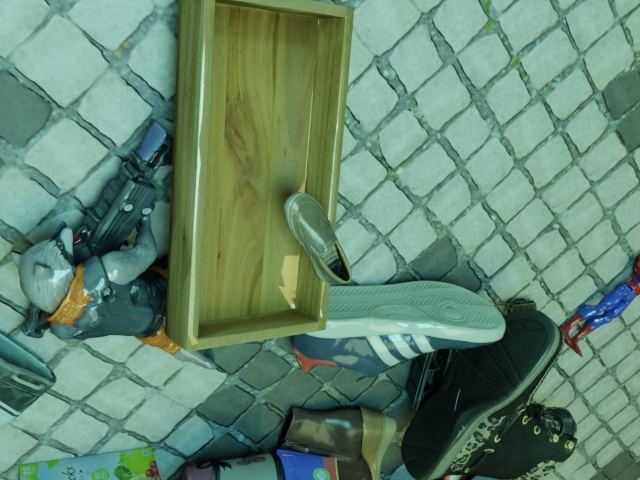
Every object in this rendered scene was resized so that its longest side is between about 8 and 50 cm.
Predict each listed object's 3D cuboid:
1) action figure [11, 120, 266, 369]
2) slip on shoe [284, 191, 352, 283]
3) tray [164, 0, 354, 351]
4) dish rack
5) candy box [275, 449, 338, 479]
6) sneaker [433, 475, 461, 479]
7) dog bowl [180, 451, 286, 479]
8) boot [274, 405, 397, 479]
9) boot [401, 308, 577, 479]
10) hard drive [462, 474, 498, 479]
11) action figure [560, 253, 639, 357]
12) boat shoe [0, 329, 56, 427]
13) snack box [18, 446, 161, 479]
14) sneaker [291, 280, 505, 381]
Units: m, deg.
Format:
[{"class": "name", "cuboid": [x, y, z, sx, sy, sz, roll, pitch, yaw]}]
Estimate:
[{"class": "action figure", "cuboid": [-0.217, 0.038, 0.952, 0.330, 0.178, 0.341, 11, 119, -43]}, {"class": "slip on shoe", "cuboid": [0.000, 0.000, 0.917, 0.051, 0.041, 0.135, -36, 121, -24]}, {"class": "tray", "cuboid": [-0.077, -0.083, 0.910, 0.203, 0.076, 0.411, -4, 104, -36]}, {"class": "dish rack", "cuboid": [0.293, 0.210, 1.380, 0.271, 0.074, 0.208, -5, 123, -24]}, {"class": "candy box", "cuboid": [-0.052, 0.568, 1.283, 0.122, 0.268, 0.317, 9, 127, -11]}, {"class": "sneaker", "cuboid": [0.296, 0.433, 1.518, 0.145, 0.090, 0.270, 1, 118, -24]}, {"class": "dog bowl", "cuboid": [-0.166, 0.538, 1.180, 0.150, 0.408, 0.408, 10, 117, -12]}, {"class": "boot", "cuboid": [0.012, 0.399, 1.379, 0.207, 0.090, 0.248, 7, 121, -15]}, {"class": "boot", "cuboid": [0.350, 0.298, 1.327, 0.284, 0.138, 0.377, 20, 113, -33]}, {"class": "hard drive", "cuboid": [0.322, 0.530, 1.571, 0.254, 0.054, 0.172, -37, 163, -1]}, {"class": "action figure", "cuboid": [0.612, 0.130, 1.451, 0.280, 0.139, 0.091, -46, 130, 4]}, {"class": "boat shoe", "cuboid": [-0.457, 0.112, 0.930, 0.119, 0.121, 0.335, -37, 141, -10]}, {"class": "snack box", "cuboid": [-0.342, 0.409, 1.130, 0.207, 0.174, 0.070, -3, 121, -26]}, {"class": "sneaker", "cuboid": [0.122, 0.158, 1.216, 0.350, 0.131, 0.148, 3, 122, -9]}]
